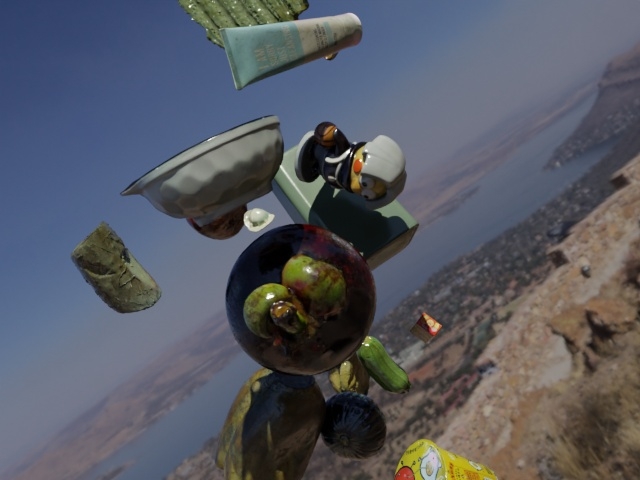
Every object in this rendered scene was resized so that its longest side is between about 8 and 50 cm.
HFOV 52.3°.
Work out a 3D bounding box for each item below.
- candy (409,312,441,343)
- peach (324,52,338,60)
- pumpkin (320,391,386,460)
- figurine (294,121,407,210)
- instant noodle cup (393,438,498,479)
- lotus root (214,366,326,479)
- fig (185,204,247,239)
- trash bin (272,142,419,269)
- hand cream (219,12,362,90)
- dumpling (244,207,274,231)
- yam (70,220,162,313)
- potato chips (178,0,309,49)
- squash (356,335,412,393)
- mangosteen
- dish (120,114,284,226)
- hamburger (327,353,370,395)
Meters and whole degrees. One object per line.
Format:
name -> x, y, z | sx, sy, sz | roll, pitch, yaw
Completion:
candy -> 0.288, 0.243, 1.792 | 0.038, 0.062, 0.122 | -50, -11, -16
peach -> 0.029, -0.522, 1.724 | 0.077, 0.083, 0.050 | -17, 8, 16
pumpkin -> 0.083, 0.492, 1.729 | 0.194, 0.194, 0.150 | -35, 22, 19
figurine -> 0.071, -0.166, 1.400 | 0.133, 0.236, 0.176 | -55, -29, -29
instant noodle cup -> 0.240, 0.477, 1.216 | 0.182, 0.144, 0.182 | -162, 90, -71
lotus root -> -0.122, 0.479, 1.684 | 0.346, 0.250, 0.250 | -68, -13, 20
fig -> -0.298, -0.103, 1.730 | 0.175, 0.207, 0.175 | -38, -25, -22
trash bin -> 0.042, -0.082, 1.608 | 0.223, 0.343, 0.158 | -34, -18, -16
hand cream -> -0.050, -0.383, 1.256 | 0.312, 0.111, 0.070 | -28, 21, -36
dumpling -> -0.151, -0.047, 1.558 | 0.043, 0.077, 0.059 | 95, -167, -64
yam -> -0.550, 0.081, 1.730 | 0.154, 0.254, 0.154 | -29, 25, 15
potato chips -> -0.228, -0.745, 1.907 | 0.358, 0.429, 0.070 | -40, -8, 4
squash -> 0.156, 0.318, 1.634 | 0.077, 0.219, 0.068 | -39, 30, 6
mangosteen -> -0.032, 0.126, 1.275 | 0.306, 0.306, 0.359 | -34, 17, -4
dish -> -0.176, -0.106, 1.138 | 0.303, 0.120, 0.303 | -27, 5, 3
hamburger -> 0.097, 0.457, 2.370 | 0.134, 0.285, 0.265 | -2, 55, 23
